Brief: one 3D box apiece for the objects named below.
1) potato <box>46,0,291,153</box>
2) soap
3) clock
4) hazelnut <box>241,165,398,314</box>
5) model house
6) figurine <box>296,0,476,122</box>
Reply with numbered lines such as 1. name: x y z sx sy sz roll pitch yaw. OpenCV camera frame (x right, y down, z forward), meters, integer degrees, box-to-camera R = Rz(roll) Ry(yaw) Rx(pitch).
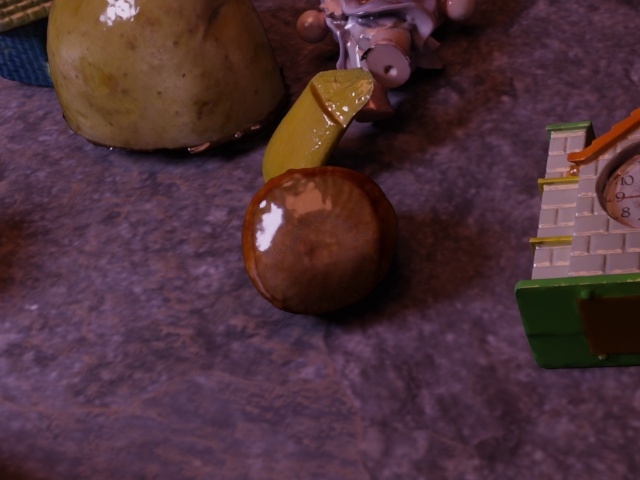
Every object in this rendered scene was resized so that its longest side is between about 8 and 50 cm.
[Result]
1. potato: -0.183 -0.225 1.644 0.285 0.242 0.242 22 59 41
2. soap: -0.009 -0.114 1.521 0.168 0.033 0.089 -58 47 23
3. clock: 0.296 -0.022 1.302 0.220 0.106 0.255 -4 45 20
4. hazelnut: 0.000 0.000 1.406 0.150 0.150 0.150 -12 44 12
5. model house: -0.332 -0.292 1.796 0.195 0.214 0.189 -19 52 -13
6. figurine: 0.065 -0.249 1.613 0.200 0.133 0.276 -9 45 11
